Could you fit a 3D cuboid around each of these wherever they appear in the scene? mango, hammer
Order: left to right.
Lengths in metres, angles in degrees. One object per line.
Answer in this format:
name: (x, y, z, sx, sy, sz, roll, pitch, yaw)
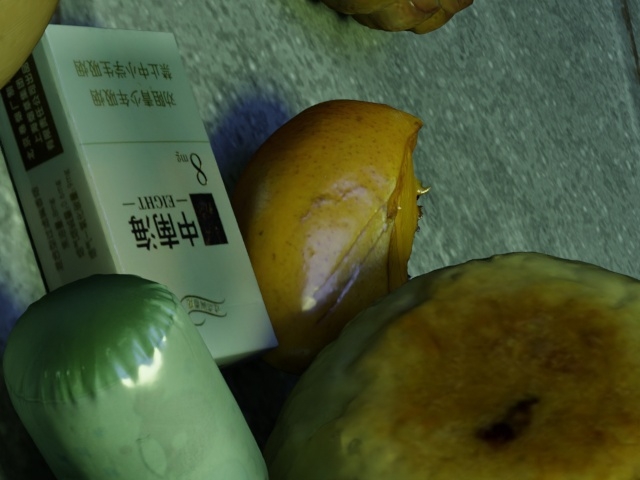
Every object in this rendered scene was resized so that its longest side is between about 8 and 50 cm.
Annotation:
hammer: (-0.143, 0.190, 1.071, 0.206, 0.119, 0.335, 63, 37, -35)
mango: (0.000, 0.000, 1.419, 0.154, 0.126, 0.252, 60, 36, -34)

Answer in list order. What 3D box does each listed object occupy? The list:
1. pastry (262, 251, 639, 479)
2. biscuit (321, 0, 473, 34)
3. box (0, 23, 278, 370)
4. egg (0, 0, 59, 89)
pastry: (0.145, 0.205, 1.282, 0.388, 0.388, 0.312, -71, 165, -49)
biscuit: (0.020, -0.330, 1.694, 0.326, 0.107, 0.325, 42, 37, -41)
box: (-0.129, -0.022, 1.285, 0.155, 0.067, 0.243, -5, 74, -57)
egg: (-0.289, -0.207, 0.918, 0.374, 0.301, 0.301, 53, 33, -19)
